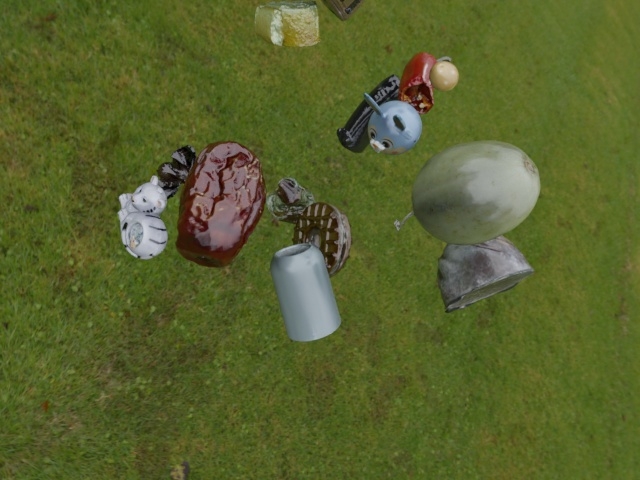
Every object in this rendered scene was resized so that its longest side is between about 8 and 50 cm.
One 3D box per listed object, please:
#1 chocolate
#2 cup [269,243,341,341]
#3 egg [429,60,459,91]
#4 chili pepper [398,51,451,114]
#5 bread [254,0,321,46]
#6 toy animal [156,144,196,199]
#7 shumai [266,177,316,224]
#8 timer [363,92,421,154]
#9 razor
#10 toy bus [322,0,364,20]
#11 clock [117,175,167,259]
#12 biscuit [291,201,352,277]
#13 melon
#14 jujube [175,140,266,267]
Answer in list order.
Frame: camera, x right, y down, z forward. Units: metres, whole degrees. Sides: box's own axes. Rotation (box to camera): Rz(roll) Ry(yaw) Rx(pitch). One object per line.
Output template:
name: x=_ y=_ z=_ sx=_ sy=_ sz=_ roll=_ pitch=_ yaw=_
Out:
chocolate: x=0.494 y=0.076 z=1.346 sx=0.303 sy=0.303 sz=0.212 roll=0 pitch=59 yaw=-39
cup: x=-0.057 y=0.179 z=1.504 sx=0.205 sy=0.206 sz=0.312 roll=-27 pitch=110 yaw=-43
egg: x=0.356 y=-0.480 z=1.215 sx=0.096 sy=0.080 sz=0.080 roll=20 pitch=57 yaw=-42
chili pepper: x=0.354 y=-0.583 z=1.461 sx=0.134 sy=0.131 sz=0.338 roll=55 pitch=44 yaw=-36
bread: x=-0.117 y=-0.703 z=1.347 sx=0.186 sy=0.124 sz=0.257 roll=-21 pitch=38 yaw=-30
toy animal: x=-0.513 y=-0.231 z=1.478 sx=0.116 sy=0.180 sz=0.218 roll=31 pitch=76 yaw=-28
shumai: x=-0.099 y=-0.202 z=1.897 sx=0.222 sy=0.204 sz=0.272 roll=50 pitch=44 yaw=4
timer: x=0.194 y=-0.321 z=1.205 sx=0.255 sy=0.175 sz=0.175 roll=-26 pitch=86 yaw=-54
razor: x=0.221 y=-0.513 z=1.714 sx=0.113 sy=0.349 sz=0.204 roll=56 pitch=24 yaw=19
toy bus: x=0.035 y=-0.784 z=1.246 sx=0.157 sy=0.139 sz=0.289 roll=51 pitch=17 yaw=7
clock: x=-0.388 y=-0.049 z=0.944 sx=0.080 sy=0.117 sz=0.176 roll=9 pitch=59 yaw=-56
biscuit: x=0.000 y=0.000 z=1.740 sx=0.103 sy=0.332 sz=0.331 roll=5 pitch=66 yaw=-39
melon: x=0.369 y=-0.114 z=1.030 sx=0.272 sy=0.308 sz=0.271 roll=-10 pitch=106 yaw=-37
jujube: x=-0.305 y=-0.111 z=1.284 sx=0.277 sy=0.276 sz=0.376 roll=29 pitch=67 yaw=-25
